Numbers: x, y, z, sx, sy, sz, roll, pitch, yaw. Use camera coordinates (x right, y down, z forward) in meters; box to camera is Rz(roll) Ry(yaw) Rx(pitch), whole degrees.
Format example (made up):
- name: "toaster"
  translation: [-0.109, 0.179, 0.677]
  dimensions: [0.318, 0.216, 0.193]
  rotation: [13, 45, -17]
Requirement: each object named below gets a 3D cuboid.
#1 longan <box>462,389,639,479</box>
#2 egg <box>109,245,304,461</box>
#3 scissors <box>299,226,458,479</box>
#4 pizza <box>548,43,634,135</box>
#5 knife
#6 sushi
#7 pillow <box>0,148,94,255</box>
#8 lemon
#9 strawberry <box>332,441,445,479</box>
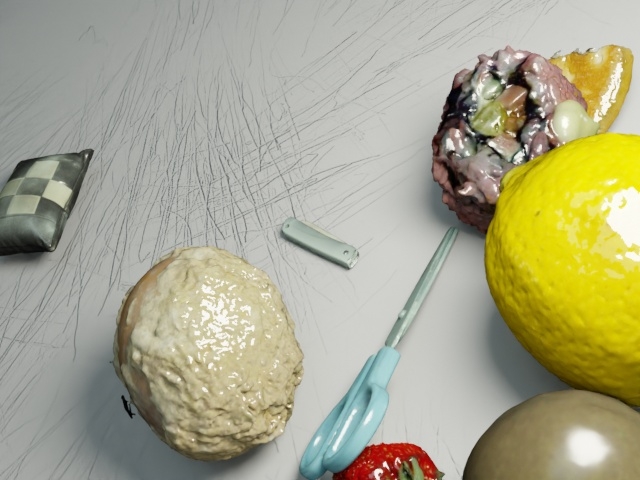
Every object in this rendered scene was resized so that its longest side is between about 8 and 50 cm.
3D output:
- name: "longan"
  translation: [0.273, 0.289, 0.984]
  dimensions: [0.248, 0.248, 0.248]
  rotation: [-13, 52, 17]
- name: "egg"
  translation: [-0.159, 0.153, 1.264]
  dimensions: [0.279, 0.279, 0.310]
  rotation: [-23, 78, 9]
- name: "scissors"
  translation: [0.103, 0.139, 1.252]
  dimensions: [0.029, 0.192, 0.447]
  rotation: [37, 58, -5]
- name: "pizza"
  translation: [0.391, -0.234, 1.400]
  dimensions: [0.194, 0.069, 0.154]
  rotation: [22, 95, 45]
- name: "knife"
  translation: [0.000, 0.000, 1.449]
  dimensions: [0.162, 0.023, 0.044]
  rotation: [26, 66, 37]
- name: "sushi"
  translation: [0.285, -0.147, 1.295]
  dimensions: [0.236, 0.171, 0.270]
  rotation: [-1, 67, 33]
- name: "pillow"
  translation: [-0.545, -0.072, 1.708]
  dimensions: [0.186, 0.106, 0.250]
  rotation: [-4, 51, 22]
- name: "lemon"
  translation: [0.363, 0.031, 1.064]
  dimensions: [0.336, 0.336, 0.336]
  rotation: [-13, 52, 17]
- name: "strawberry"
  translation: [0.078, 0.319, 1.126]
  dimensions: [0.148, 0.131, 0.131]
  rotation: [-28, 40, 49]
